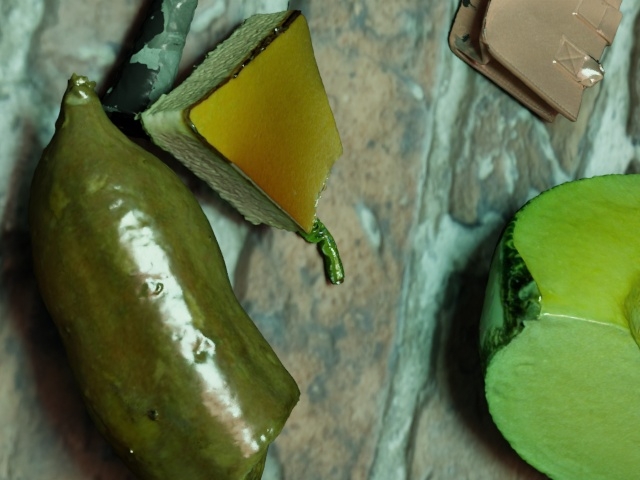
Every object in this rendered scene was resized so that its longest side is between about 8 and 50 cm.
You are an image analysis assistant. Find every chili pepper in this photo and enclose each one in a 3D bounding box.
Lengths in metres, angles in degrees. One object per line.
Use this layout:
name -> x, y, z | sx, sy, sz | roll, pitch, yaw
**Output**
chili pepper -> 0.000, 0.000, 1.228 | 0.027, 0.022, 0.083 | -44, 118, -28

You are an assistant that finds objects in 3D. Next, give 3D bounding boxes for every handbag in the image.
handbag -> 0.219, -0.234, 1.359 | 0.157, 0.059, 0.212 | 32, 74, -30

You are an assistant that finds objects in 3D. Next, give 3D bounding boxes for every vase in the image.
vase -> -0.120, -0.163, 1.118 | 0.059, 0.059, 0.167 | 27, 75, -33

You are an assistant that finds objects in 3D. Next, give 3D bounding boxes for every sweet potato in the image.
sweet potato -> -0.125, 0.061, 1.067 | 0.158, 0.158, 0.369 | -33, 98, -31

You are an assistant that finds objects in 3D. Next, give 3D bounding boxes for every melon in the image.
melon -> 0.283, 0.079, 1.322 | 0.344, 0.226, 0.331 | 19, 91, -21

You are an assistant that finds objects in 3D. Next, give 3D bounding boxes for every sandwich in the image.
sandwich -> -0.051, -0.071, 1.127 | 0.193, 0.058, 0.162 | -50, 130, -49
